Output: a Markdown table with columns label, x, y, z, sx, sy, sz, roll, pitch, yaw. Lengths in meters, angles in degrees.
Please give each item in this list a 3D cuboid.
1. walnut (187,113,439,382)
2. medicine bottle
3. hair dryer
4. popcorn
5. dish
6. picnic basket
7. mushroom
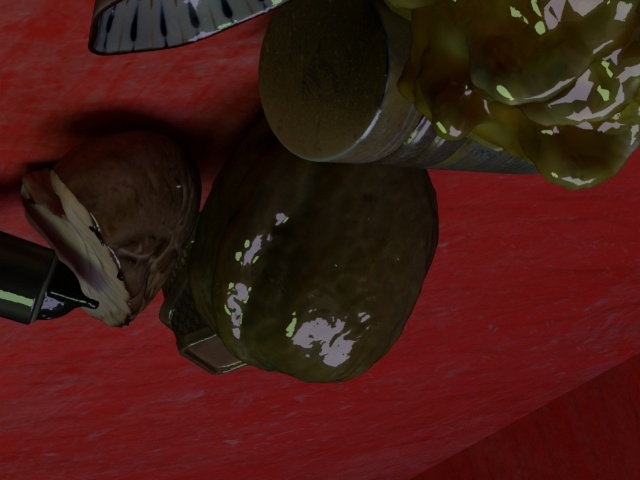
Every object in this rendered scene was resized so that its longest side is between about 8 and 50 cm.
| label | x | y | z | sx | sy | sz | roll | pitch | yaw |
| --- | --- | --- | --- | --- | --- | --- | --- | --- | --- |
| walnut | 0.000 | 0.000 | 1.429 | 0.283 | 0.227 | 0.283 | -25 | 129 | -35 |
| medicine bottle | 0.112 | -0.138 | 1.310 | 0.322 | 0.151 | 0.151 | 1 | 153 | -45 |
| hair dryer | -0.315 | 0.035 | 1.438 | 0.195 | 0.078 | 0.248 | 20 | 173 | -11 |
| popcorn | 0.196 | -0.193 | 1.059 | 0.321 | 0.290 | 0.325 | -25 | 141 | 23 |
| dish | -0.090 | -0.198 | 1.062 | 0.190 | 0.066 | 0.191 | -19 | 174 | -2 |
| picnic basket | -0.049 | 0.035 | 1.645 | 0.266 | 0.139 | 0.165 | -22 | 161 | 7 |
| mushroom | -0.185 | -0.025 | 1.412 | 0.151 | 0.156 | 0.286 | -42 | 171 | -22 |
